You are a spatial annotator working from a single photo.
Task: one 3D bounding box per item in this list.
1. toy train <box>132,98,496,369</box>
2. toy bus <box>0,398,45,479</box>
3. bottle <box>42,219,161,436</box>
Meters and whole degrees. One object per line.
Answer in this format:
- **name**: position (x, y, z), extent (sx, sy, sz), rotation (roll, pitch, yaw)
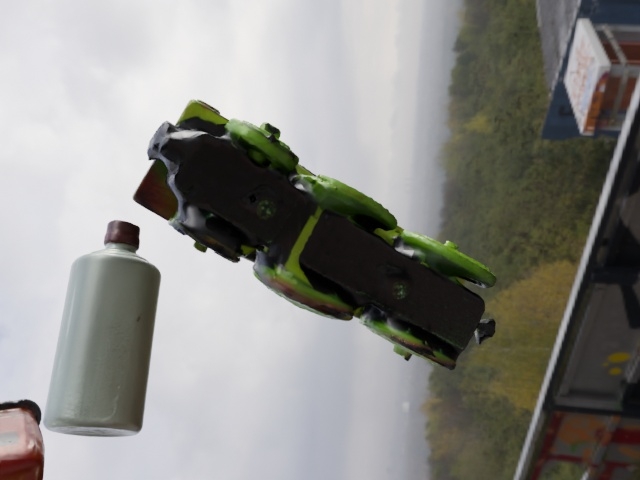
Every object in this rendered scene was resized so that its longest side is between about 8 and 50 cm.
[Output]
- **toy train**: position (0.000, 0.000, 0.484), extent (0.100, 0.296, 0.160), rotation (-60, 20, 0)
- **toy bus**: position (-0.202, 0.186, 0.358), extent (0.077, 0.079, 0.174), rotation (19, 104, 51)
- **bottle**: position (-0.241, 0.093, 0.711), extent (0.104, 0.104, 0.245), rotation (78, -168, -65)
